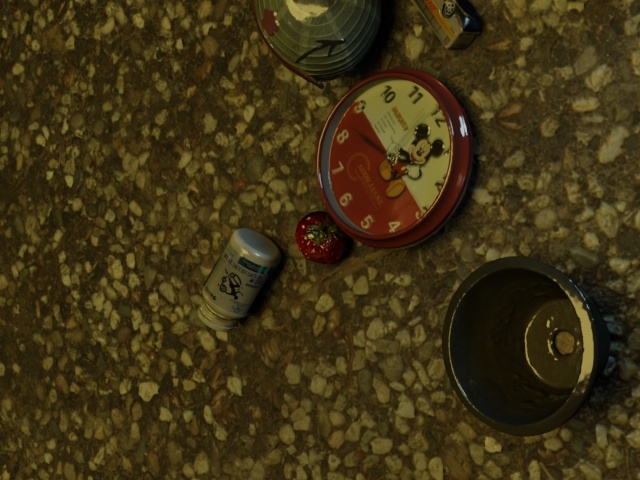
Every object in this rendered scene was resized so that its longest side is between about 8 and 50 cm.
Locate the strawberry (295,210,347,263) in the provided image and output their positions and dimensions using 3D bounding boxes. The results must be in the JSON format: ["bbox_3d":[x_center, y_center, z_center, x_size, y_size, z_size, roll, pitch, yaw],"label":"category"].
[{"bbox_3d":[0.001,0.000,2.091,0.106,0.106,0.106,-1,88,40],"label":"strawberry"}]

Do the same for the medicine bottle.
[{"bbox_3d":[-0.162,0.080,2.213,0.107,0.107,0.192,45,116,32],"label":"medicine bottle"}]

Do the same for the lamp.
[{"bbox_3d":[-0.003,-0.410,2.024,0.233,0.233,0.265,-32,78,35],"label":"lamp"}]

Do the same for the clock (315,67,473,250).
[{"bbox_3d":[0.127,-0.141,1.996,0.318,0.080,0.319,-6,81,38],"label":"clock"}]

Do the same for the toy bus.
[{"bbox_3d":[0.205,-0.404,1.952,0.072,0.057,0.172,-51,58,37],"label":"toy bus"}]

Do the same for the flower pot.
[{"bbox_3d":[0.339,0.159,1.754,0.269,0.166,0.269,-3,85,43],"label":"flower pot"}]
